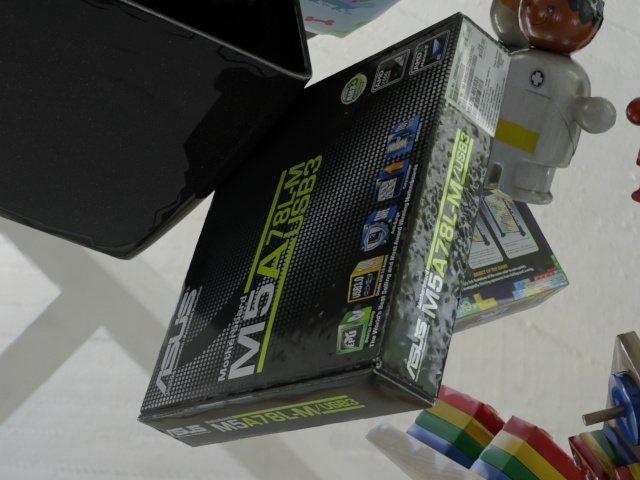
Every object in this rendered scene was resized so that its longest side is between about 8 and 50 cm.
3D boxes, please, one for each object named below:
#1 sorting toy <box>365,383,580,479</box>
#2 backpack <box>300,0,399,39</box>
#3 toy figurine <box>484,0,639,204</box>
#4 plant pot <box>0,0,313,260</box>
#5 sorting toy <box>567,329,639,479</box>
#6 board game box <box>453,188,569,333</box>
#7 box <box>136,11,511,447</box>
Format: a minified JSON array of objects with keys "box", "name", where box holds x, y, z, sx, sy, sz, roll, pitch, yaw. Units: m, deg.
[{"box":[0.195,0.239,1.059,0.255,0.257,0.089,43,-99,-16],"name":"sorting toy"},{"box":[-0.002,-0.290,0.896,0.290,0.273,0.355,20,-41,-33],"name":"backpack"},{"box":[0.194,-0.094,0.781,0.210,0.213,0.148,15,-78,1],"name":"toy figurine"},{"box":[-0.131,-0.104,0.705,0.187,0.188,0.167,21,-59,-19],"name":"plant pot"},{"box":[0.196,0.154,0.773,0.046,0.132,0.274,-15,-39,-4],"name":"sorting toy"},{"box":[0.103,0.000,0.988,0.048,0.170,0.141,-43,-113,44],"name":"board game box"},{"box":[0.000,0.000,0.606,0.045,0.190,0.184,34,-32,-31],"name":"box"}]
